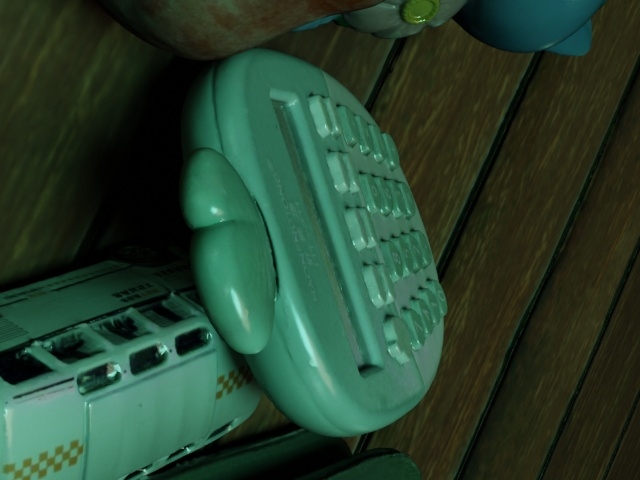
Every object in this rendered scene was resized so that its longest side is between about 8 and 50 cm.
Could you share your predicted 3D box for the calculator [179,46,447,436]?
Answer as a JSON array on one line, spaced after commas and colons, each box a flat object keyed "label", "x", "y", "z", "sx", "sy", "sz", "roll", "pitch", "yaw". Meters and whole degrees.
[{"label": "calculator", "x": 0.000, "y": 0.000, "z": 0.624, "sx": 0.295, "sy": 0.042, "sz": 0.184, "roll": -5, "pitch": 76, "yaw": -70}]

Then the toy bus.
[{"label": "toy bus", "x": -0.097, "y": 0.060, "z": 0.564, "sx": 0.194, "sy": 0.089, "sz": 0.087, "roll": -18, "pitch": 122, "yaw": -52}]

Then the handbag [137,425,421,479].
[{"label": "handbag", "x": -0.056, "y": 0.242, "z": 0.734, "sx": 0.247, "sy": 0.079, "sz": 0.260, "roll": -8, "pitch": 114, "yaw": -54}]

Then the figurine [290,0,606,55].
[{"label": "figurine", "x": 0.060, "y": -0.153, "z": 0.668, "sx": 0.178, "sy": 0.144, "sz": 0.114, "roll": -7, "pitch": 118, "yaw": -16}]

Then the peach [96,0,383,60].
[{"label": "peach", "x": -0.029, "y": -0.146, "z": 0.531, "sx": 0.152, "sy": 0.152, "sz": 0.152, "roll": -32, "pitch": 131, "yaw": -44}]
